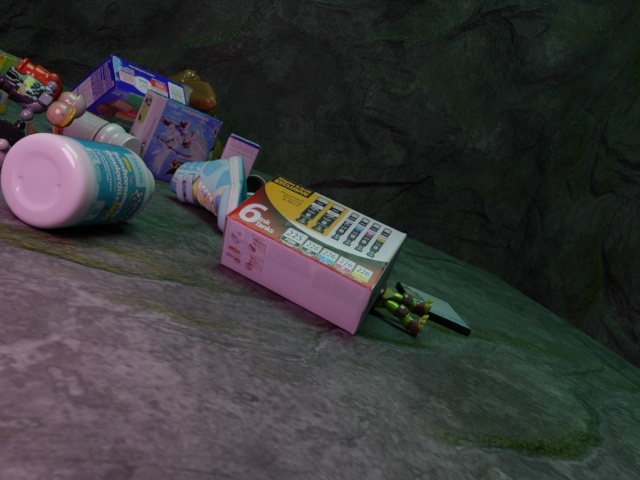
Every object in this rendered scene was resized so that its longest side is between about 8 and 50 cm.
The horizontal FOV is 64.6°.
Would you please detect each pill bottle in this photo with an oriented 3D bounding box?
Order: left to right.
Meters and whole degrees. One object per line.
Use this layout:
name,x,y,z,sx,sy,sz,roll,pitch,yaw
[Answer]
pill bottle,-0.395,-0.099,0.878,0.146,0.146,0.264,26,10,8
pill bottle,-0.631,-0.289,1.436,0.221,0.121,0.121,26,9,10

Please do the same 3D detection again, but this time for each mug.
mug,-0.267,-0.183,1.939,0.113,0.150,0.169,-16,16,-12

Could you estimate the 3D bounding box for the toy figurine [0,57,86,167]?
toy figurine,-0.572,-0.230,0.992,0.148,0.213,0.209,38,4,-30

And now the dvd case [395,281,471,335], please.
dvd case,0.322,0.193,1.480,0.180,0.022,0.253,24,9,-4

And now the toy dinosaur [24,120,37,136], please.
toy dinosaur,-0.721,-0.266,1.254,0.047,0.090,0.082,-6,-4,-43

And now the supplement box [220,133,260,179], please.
supplement box,-0.300,-0.247,1.755,0.113,0.220,0.111,21,9,-13

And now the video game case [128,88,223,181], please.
video game case,-0.463,-0.307,1.588,0.061,0.244,0.269,35,13,33

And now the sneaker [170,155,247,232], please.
sneaker,-0.306,-0.112,1.363,0.208,0.127,0.319,-4,36,-4

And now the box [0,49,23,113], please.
box,-1.013,-0.476,1.334,0.279,0.177,0.290,23,8,-10

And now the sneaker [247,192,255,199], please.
sneaker,-0.124,-0.054,1.486,0.282,0.099,0.153,23,7,-30

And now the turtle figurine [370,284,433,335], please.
turtle figurine,0.140,0.131,1.156,0.217,0.087,0.269,31,20,8

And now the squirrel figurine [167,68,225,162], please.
squirrel figurine,-0.499,-0.464,2.054,0.370,0.281,0.397,65,3,-48

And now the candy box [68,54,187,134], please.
candy box,-0.629,-0.413,1.606,0.317,0.122,0.268,-22,-18,32

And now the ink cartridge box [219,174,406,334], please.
ink cartridge box,0.000,0.000,1.044,0.309,0.130,0.272,26,39,12
